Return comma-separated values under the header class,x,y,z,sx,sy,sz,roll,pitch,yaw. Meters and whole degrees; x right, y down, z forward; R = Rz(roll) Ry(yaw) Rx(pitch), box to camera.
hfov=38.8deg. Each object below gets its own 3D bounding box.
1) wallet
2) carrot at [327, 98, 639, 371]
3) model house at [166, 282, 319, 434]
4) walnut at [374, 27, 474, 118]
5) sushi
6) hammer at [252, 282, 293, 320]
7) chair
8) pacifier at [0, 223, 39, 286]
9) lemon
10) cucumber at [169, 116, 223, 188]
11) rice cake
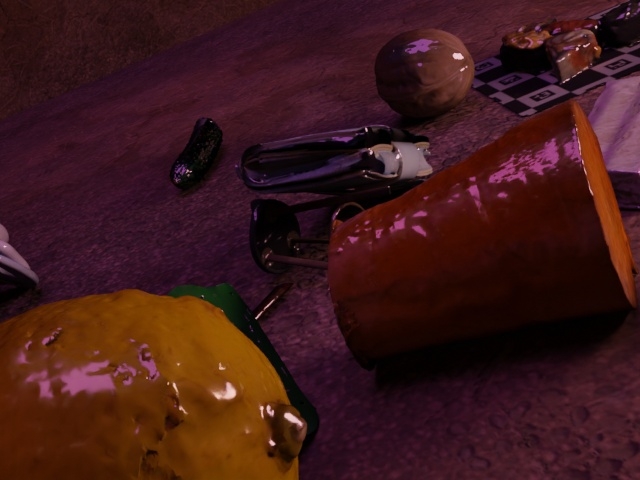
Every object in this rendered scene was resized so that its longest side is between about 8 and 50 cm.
class,x,y,z,sx,sy,sz,roll,pitch,yaw
wallet,0.030,-0.096,1.135,0.176,0.075,0.250,-6,0,25
carrot,0.141,0.003,0.829,0.254,0.196,0.196,-18,23,20
model house,-0.094,0.129,0.811,0.088,0.167,0.117,-41,-14,23
walnut,0.161,-0.260,1.419,0.140,0.140,0.162,-36,28,-29
sushi,0.414,-0.329,1.449,0.359,0.064,0.343,-22,23,-3
hammer,-0.084,0.092,1.017,0.065,0.021,0.178,-5,28,36
chair,0.001,-0.001,1.065,0.222,0.104,0.095,3,50,40
pacifier,-0.558,0.064,1.350,0.279,0.227,0.207,10,69,20
lemon,-0.155,0.162,0.640,0.284,0.260,0.260,10,31,10
cucumber,-0.216,-0.151,1.615,0.067,0.067,0.245,-17,26,11
rice cake,0.359,-0.126,1.070,0.106,0.050,0.298,-5,29,35
